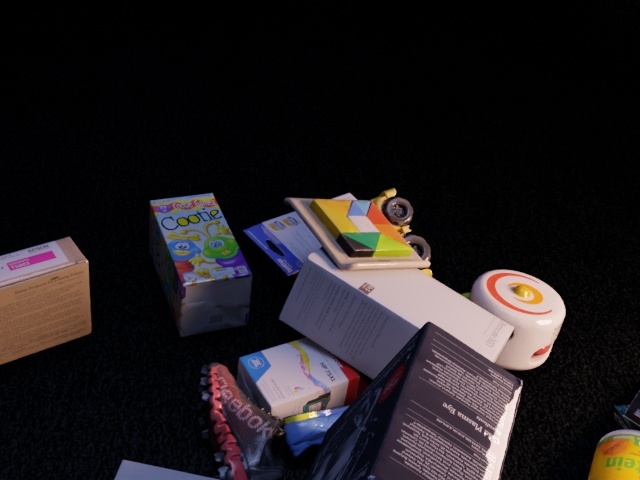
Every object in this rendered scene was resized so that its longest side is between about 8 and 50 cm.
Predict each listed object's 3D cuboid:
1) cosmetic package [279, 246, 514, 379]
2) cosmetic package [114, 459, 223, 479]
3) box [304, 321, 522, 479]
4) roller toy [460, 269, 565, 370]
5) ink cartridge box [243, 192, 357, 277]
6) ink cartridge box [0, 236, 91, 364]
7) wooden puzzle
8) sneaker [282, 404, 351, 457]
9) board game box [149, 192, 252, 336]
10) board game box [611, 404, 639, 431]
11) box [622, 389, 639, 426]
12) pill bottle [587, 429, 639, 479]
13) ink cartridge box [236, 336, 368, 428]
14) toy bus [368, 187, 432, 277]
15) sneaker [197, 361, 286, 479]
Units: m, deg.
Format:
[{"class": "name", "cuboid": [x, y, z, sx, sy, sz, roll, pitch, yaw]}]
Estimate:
[{"class": "cosmetic package", "cuboid": [0.145, 0.156, 1.618, 0.385, 0.156, 0.217, 29, 27, 12]}, {"class": "cosmetic package", "cuboid": [-0.201, 0.417, 1.338, 0.239, 0.099, 0.060, 11, 40, 3]}, {"class": "box", "cuboid": [0.105, 0.351, 1.256, 0.179, 0.343, 0.312, 33, 39, -2]}, {"class": "roller toy", "cuboid": [0.390, 0.154, 1.735, 0.209, 0.146, 0.191, 8, 31, -9]}, {"class": "ink cartridge box", "cuboid": [0.000, 0.000, 1.941, 0.311, 0.065, 0.186, -18, 46, -34]}, {"class": "ink cartridge box", "cuboid": [-0.548, 0.117, 1.575, 0.235, 0.193, 0.088, -18, 45, -31]}, {"class": "wooden puzzle", "cuboid": [0.074, -0.022, 1.666, 0.221, 0.044, 0.238, -1, 35, -40]}, {"class": "sneaker", "cuboid": [0.032, 0.337, 1.526, 0.209, 0.069, 0.082, -5, 71, -30]}, {"class": "board game box", "cuboid": [-0.253, 0.044, 1.768, 0.144, 0.142, 0.275, -9, 41, -22]}, {"class": "board game box", "cuboid": [0.643, 0.374, 1.598, 0.126, 0.026, 0.186, -1, 31, -13]}, {"class": "box", "cuboid": [0.698, 0.323, 1.543, 0.242, 0.076, 0.307, 34, 19, 23]}, {"class": "pill bottle", "cuboid": [0.499, 0.441, 1.411, 0.136, 0.136, 0.245, 21, 39, 16]}, {"class": "ink cartridge box", "cuboid": [-0.024, 0.254, 1.596, 0.231, 0.078, 0.134, -15, 43, -28]}, {"class": "toy bus", "cuboid": [0.103, 0.023, 1.826, 0.211, 0.149, 0.220, -15, 73, -17]}, {"class": "sneaker", "cuboid": [-0.134, 0.319, 1.476, 0.135, 0.097, 0.276, -6, 42, -18]}]
